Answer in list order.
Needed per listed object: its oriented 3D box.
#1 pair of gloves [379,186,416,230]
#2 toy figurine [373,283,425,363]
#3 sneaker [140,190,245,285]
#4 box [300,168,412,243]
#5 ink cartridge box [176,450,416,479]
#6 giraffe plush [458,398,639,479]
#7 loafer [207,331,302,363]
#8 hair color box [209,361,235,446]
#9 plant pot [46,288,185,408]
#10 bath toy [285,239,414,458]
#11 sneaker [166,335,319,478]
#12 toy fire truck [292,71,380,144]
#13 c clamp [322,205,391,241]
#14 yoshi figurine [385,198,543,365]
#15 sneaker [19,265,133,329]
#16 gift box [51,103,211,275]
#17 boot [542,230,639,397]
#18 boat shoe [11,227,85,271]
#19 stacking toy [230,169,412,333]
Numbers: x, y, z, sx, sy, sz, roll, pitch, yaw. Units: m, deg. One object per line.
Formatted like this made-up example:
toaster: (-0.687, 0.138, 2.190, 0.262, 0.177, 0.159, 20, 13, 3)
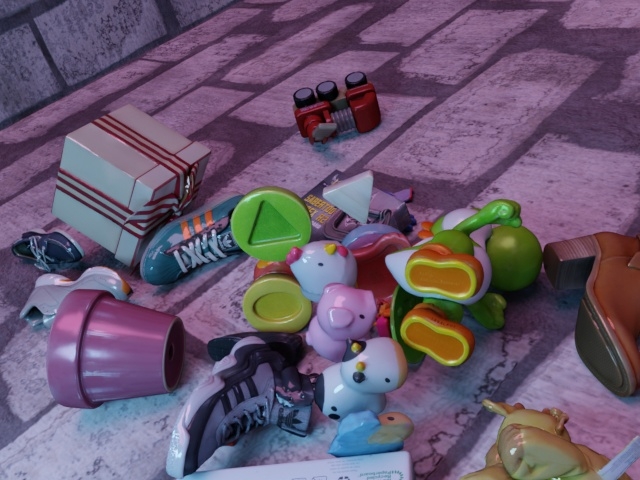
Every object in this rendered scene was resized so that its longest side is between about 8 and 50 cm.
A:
pair of gloves: (0.118, -0.057, 1.470, 0.159, 0.023, 0.198, -11, 33, 13)
toy figurine: (0.087, 0.127, 1.149, 0.159, 0.130, 0.173, -8, 11, 33)
sneaker: (-0.237, -0.004, 1.491, 0.121, 0.108, 0.302, 18, 48, 44)
box: (0.040, -0.039, 1.422, 0.183, 0.056, 0.231, -40, 40, -14)
ink cartridge box: (-0.048, 0.408, 0.820, 0.324, 0.071, 0.330, -9, 35, 13)
giraffe plush: (0.249, 0.260, 0.827, 0.210, 0.181, 0.170, -31, 11, 0)
loafer: (-0.110, 0.183, 1.206, 0.170, 0.062, 0.061, 0, 15, 22)
hair color box: (-0.152, 0.255, 1.121, 0.072, 0.043, 0.141, -5, 36, 21)
plant pot: (-0.332, 0.187, 1.196, 0.180, 0.201, 0.201, 4, 36, 5)
bath toy: (0.030, 0.129, 1.004, 0.151, 0.129, 0.348, -34, 46, 20)
sneaker: (-0.096, 0.245, 1.003, 0.153, 0.101, 0.268, 20, 34, 14)
toy fire truck: (0.047, -0.311, 1.788, 0.217, 0.158, 0.246, -16, 44, 3)
c clamp: (0.073, -0.046, 1.347, 0.161, 0.022, 0.137, 22, 59, 44)
yoshi figurine: (0.247, 0.041, 1.072, 0.204, 0.203, 0.362, -34, 4, 29)
sneaker: (-0.500, 0.131, 1.451, 0.263, 0.099, 0.121, -9, 41, 29)
gift box: (-0.410, -0.100, 1.537, 0.258, 0.255, 0.276, 31, 42, 6)
boot: (0.469, 0.091, 1.020, 0.220, 0.109, 0.283, -5, 37, -2)
boat shoe: (-0.648, 0.020, 1.674, 0.255, 0.095, 0.079, 11, 41, 40)
stacking toy: (0.000, 0.000, 1.219, 0.309, 0.279, 0.130, -11, 29, 9)
